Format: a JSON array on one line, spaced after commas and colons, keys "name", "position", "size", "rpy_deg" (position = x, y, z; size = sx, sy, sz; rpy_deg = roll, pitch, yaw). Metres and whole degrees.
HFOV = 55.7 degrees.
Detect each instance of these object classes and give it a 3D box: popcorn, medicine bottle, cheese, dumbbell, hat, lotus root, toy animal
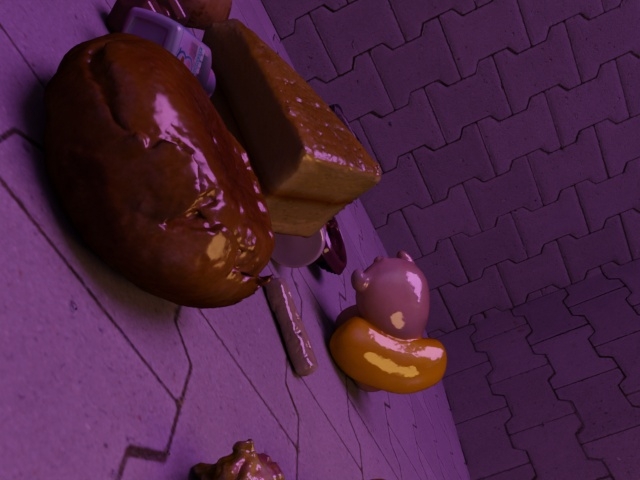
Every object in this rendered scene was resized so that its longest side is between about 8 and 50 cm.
[{"name": "popcorn", "position": [-0.086, 0.263, 0.631], "size": [0.089, 0.097, 0.109], "rpy_deg": [51, -12, -14]}, {"name": "medicine bottle", "position": [-0.233, -0.265, 0.936], "size": [0.094, 0.119, 0.188], "rpy_deg": [24, 5, 11]}, {"name": "cheese", "position": [-0.055, 0.160, 1.136], "size": [0.065, 0.043, 0.194], "rpy_deg": [41, 25, -76]}, {"name": "dumbbell", "position": [-0.290, -0.382, 1.043], "size": [0.231, 0.082, 0.092], "rpy_deg": [-89, 154, -65]}, {"name": "medicine bottle", "position": [-0.049, -0.044, 1.351], "size": [0.133, 0.133, 0.249], "rpy_deg": [63, 11, -16]}, {"name": "hat", "position": [0.000, 0.000, 1.606], "size": [0.205, 0.089, 0.205], "rpy_deg": [-20, 90, -75]}, {"name": "lotus root", "position": [-0.267, -0.517, 1.258], "size": [0.160, 0.146, 0.284], "rpy_deg": [65, 8, -3]}, {"name": "toy animal", "position": [0.128, 0.218, 1.497], "size": [0.247, 0.278, 0.345], "rpy_deg": [161, -83, -73]}]

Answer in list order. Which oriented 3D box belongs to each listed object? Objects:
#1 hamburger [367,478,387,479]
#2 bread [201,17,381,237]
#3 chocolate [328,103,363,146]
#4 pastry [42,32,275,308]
[{"name": "hamburger", "position": [0.080, 0.454, 0.792], "size": [0.302, 0.186, 0.260], "rpy_deg": [56, 15, -51]}, {"name": "bread", "position": [-0.091, -0.217, 1.129], "size": [0.245, 0.233, 0.361], "rpy_deg": [3, 57, -49]}, {"name": "chocolate", "position": [0.028, -0.263, 1.954], "size": [0.303, 0.213, 0.303], "rpy_deg": [58, 16, -26]}, {"name": "pastry", "position": [-0.180, -0.082, 0.737], "size": [0.356, 0.164, 0.356], "rpy_deg": [59, 13, -22]}]
